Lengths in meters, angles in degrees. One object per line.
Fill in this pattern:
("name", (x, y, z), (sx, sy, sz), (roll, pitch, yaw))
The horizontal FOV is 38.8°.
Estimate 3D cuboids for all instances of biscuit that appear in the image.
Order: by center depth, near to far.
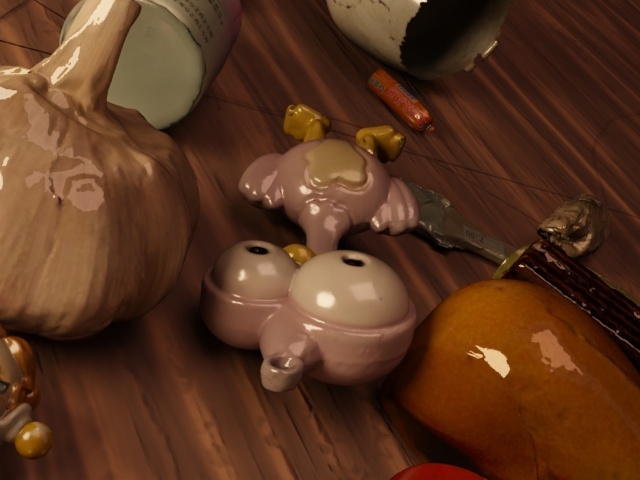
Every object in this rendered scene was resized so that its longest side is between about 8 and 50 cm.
("biscuit", (0.248, 0.113, 0.774), (0.252, 0.106, 0.070), (38, 34, 12))

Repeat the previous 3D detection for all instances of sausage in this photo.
("sausage", (0.101, -0.167, 1.108), (0.031, 0.031, 0.107), (-13, 53, -48))

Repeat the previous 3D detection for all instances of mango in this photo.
("mango", (0.177, 0.129, 0.670), (0.166, 0.136, 0.236), (-10, 54, -48))

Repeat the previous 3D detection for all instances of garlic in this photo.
("garlic", (-0.166, -0.060, 0.578), (0.219, 0.212, 0.218), (21, 28, -12))

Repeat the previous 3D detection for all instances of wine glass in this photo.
("wine glass", (0.092, -0.368, 1.199), (0.238, 0.238, 0.323), (-2, 47, -41))

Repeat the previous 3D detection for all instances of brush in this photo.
("brush", (0.180, 0.007, 0.943), (0.337, 0.020, 0.085), (26, 33, -8))

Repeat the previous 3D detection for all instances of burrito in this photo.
("burrito", (0.288, -0.017, 1.019), (0.058, 0.063, 0.229), (-1, 7, 23))

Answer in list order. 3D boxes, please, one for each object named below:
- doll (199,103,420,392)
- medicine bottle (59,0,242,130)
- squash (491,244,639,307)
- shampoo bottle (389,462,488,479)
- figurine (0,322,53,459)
("doll", (0.000, 0.001, 0.731), (0.160, 0.094, 0.365), (14, 31, 0))
("medicine bottle", (-0.149, -0.189, 0.837), (0.135, 0.135, 0.168), (28, 33, -5))
("squash", (0.276, 0.090, 0.856), (0.250, 0.083, 0.083), (40, 33, 17))
("shampoo bottle", (0.016, 0.221, 0.438), (0.104, 0.104, 0.278), (39, 33, 12))
("figurine", (-0.194, 0.104, 0.473), (0.101, 0.068, 0.143), (6, 52, -28))
